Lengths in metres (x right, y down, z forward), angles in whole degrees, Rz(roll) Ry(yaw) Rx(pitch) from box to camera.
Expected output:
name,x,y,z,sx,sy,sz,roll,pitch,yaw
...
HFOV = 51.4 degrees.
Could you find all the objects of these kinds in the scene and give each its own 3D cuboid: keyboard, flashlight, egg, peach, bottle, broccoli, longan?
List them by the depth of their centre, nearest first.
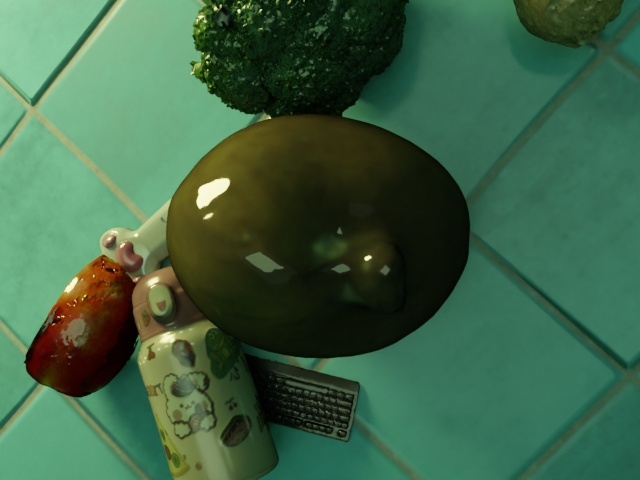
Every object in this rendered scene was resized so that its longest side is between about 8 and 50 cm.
name,x,y,z,sx,sy,sz,roll,pitch,yaw
longan,0.000,0.000,0.656,0.301,0.300,0.243,0,113,13
egg,0.253,-0.267,0.673,0.116,0.118,0.140,7,80,18
broccoli,-0.039,-0.258,0.696,0.270,0.270,0.269,29,97,41
bottle,-0.140,0.152,0.749,0.121,0.120,0.253,-22,82,12
peach,-0.267,0.110,0.788,0.093,0.127,0.172,34,95,6
keyboard,-0.054,0.183,0.797,0.197,0.015,0.074,12,93,12
flashlight,-0.188,-0.011,0.809,0.200,0.047,0.093,-37,84,11
